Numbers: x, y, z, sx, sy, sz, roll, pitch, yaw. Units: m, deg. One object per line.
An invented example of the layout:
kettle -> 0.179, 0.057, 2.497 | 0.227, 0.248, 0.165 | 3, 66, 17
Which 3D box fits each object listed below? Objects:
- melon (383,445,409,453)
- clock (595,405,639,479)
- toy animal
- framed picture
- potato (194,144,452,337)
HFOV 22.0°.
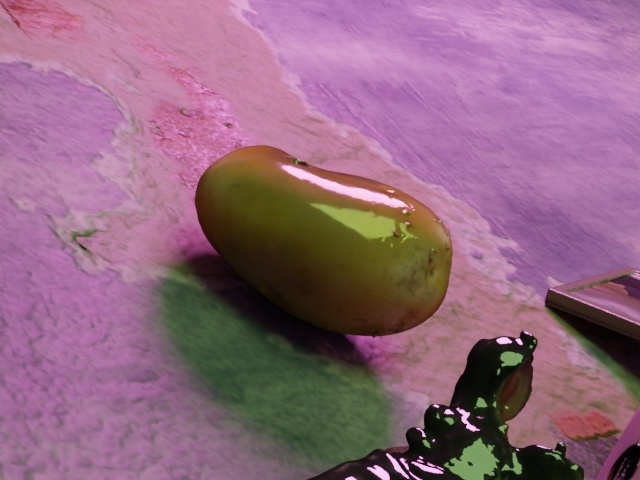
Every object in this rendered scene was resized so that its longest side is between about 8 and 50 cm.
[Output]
melon -> 0.089, 0.212, 1.181 | 0.162, 0.099, 0.099 | 40, 28, 30
clock -> 0.355, 0.247, 1.089 | 0.377, 0.368, 0.250 | 33, -10, -13
toy animal -> 0.051, 0.191, 1.071 | 0.343, 0.106, 0.168 | -25, 58, -30
framed picture -> 0.387, 0.087, 1.679 | 0.265, 0.018, 0.192 | 22, 19, 31
potato -> 0.000, 0.000, 1.412 | 0.234, 0.146, 0.150 | 20, -17, 9
